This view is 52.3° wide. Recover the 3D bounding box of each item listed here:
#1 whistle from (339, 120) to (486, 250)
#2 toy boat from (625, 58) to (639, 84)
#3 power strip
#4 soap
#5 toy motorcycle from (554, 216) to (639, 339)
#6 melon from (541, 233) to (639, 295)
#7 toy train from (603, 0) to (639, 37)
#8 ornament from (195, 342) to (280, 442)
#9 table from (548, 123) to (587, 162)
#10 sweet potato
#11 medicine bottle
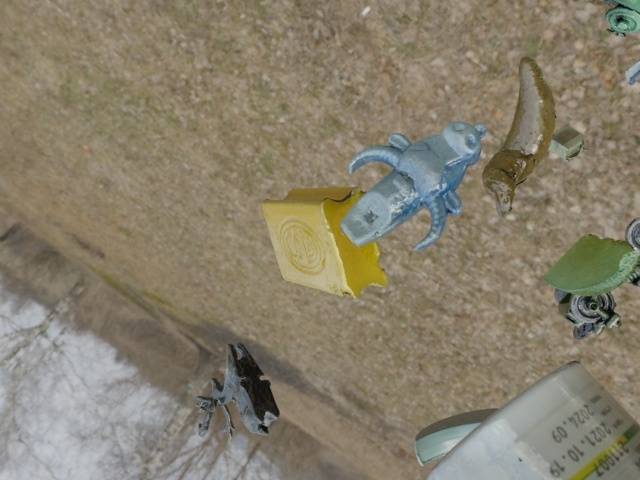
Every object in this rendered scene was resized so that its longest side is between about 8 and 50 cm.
[{"bbox_3d":[0.144,-0.089,0.991,0.180,0.269,0.093,50,179,14],"label":"whistle"},{"bbox_3d":[0.898,-0.455,1.652,0.115,0.262,0.114,50,174,10],"label":"toy boat"},{"bbox_3d":[0.311,0.367,1.243,0.167,0.253,0.054,-14,-92,-69],"label":"power strip"},{"bbox_3d":[0.000,0.000,1.294,0.324,0.096,0.204,5,114,65],"label":"soap"},{"bbox_3d":[0.586,0.080,1.314,0.127,0.275,0.205,39,-172,4],"label":"toy motorcycle"},{"bbox_3d":[0.418,0.034,0.972,0.053,0.114,0.262,31,175,0],"label":"melon"},{"bbox_3d":[0.606,-0.387,1.056,0.301,0.120,0.202,30,176,10],"label":"toy train"},{"bbox_3d":[-0.178,0.355,1.336,0.080,0.236,0.202,2,-136,-39],"label":"ornament"},{"bbox_3d":[0.731,-0.284,1.928,0.083,0.079,0.062,50,170,45],"label":"table"},{"bbox_3d":[0.392,-0.189,1.269,0.098,0.309,0.124,17,177,40],"label":"sweet potato"},{"bbox_3d":[0.277,0.292,0.727,0.232,0.238,0.238,52,169,25],"label":"medicine bottle"}]
